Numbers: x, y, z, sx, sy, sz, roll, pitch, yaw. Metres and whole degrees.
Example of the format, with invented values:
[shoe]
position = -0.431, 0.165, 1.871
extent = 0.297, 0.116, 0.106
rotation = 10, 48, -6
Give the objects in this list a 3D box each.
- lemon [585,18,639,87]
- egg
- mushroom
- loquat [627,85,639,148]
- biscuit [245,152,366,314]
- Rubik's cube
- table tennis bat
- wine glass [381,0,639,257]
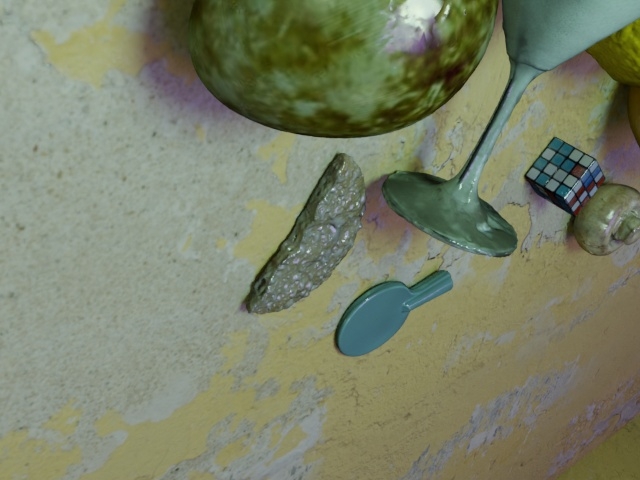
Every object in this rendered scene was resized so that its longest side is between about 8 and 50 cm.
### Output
[lemon]
position = 0.503, -0.343, 1.017
extent = 0.268, 0.268, 0.322
rotation = -60, -179, 14
[egg]
position = 0.020, -0.209, 0.659
extent = 0.289, 0.238, 0.238
rotation = -25, 141, -2
[mushroom]
position = 0.615, -0.039, 1.514
extent = 0.166, 0.127, 0.166
rotation = -21, 135, -23
[loquat]
position = 0.719, -0.255, 1.253
extent = 0.328, 0.328, 0.359
rotation = -34, 167, -20
[biscuit]
position = 0.000, 0.004, 0.991
extent = 0.133, 0.032, 0.250
rotation = 20, 105, -53
[Rubik's cube]
position = 0.444, -0.115, 1.297
extent = 0.092, 0.092, 0.092
rotation = -53, 143, 4
[table tennis bat]
position = 0.128, 0.117, 1.221
extent = 0.244, 0.040, 0.153
rotation = -27, 139, -22
[wine glass]
position = 0.247, -0.199, 0.904
extent = 0.267, 0.267, 0.406
rotation = -8, 132, -42
